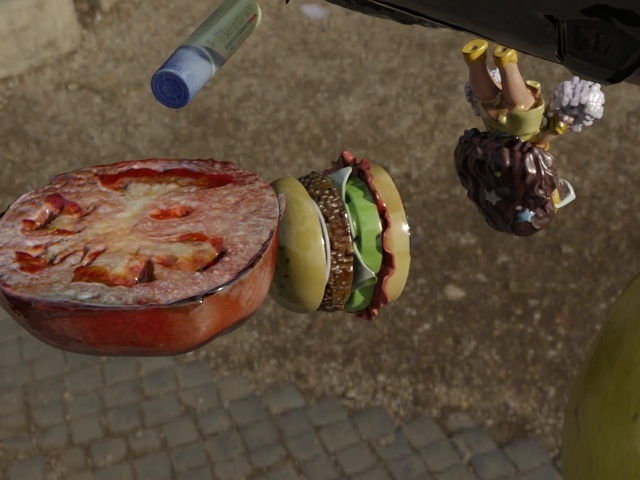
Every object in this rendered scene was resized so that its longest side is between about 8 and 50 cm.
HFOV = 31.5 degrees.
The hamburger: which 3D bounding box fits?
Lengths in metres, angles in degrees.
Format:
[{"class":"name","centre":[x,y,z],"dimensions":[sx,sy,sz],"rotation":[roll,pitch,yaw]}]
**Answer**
[{"class":"hamburger","centre":[0.000,0.003,1.141],"dimensions":[0.137,0.175,0.175],"rotation":[-9,34,-21]}]

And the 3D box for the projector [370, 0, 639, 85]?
[{"class":"projector","centre":[-0.010,-0.230,0.248],"dimensions":[0.405,0.395,0.242],"rotation":[21,84,8]}]

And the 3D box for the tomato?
[{"class":"tomato","centre":[-0.131,0.020,0.825],"dimensions":[0.225,0.085,0.225],"rotation":[0,30,0]}]

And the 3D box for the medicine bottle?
[{"class":"medicine bottle","centre":[-0.146,-0.250,1.480],"dimensions":[0.059,0.059,0.231],"rotation":[8,38,19]}]

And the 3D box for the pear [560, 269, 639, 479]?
[{"class":"pear","centre":[0.243,0.134,0.556],"dimensions":[0.285,0.285,0.336],"rotation":[14,44,26]}]

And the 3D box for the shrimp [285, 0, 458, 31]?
[{"class":"shrimp","centre":[0.047,-0.249,1.012],"dimensions":[0.445,0.085,0.272],"rotation":[18,5,35]}]

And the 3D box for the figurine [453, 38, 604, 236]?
[{"class":"figurine","centre":[0.212,-0.114,1.248],"dimensions":[0.175,0.240,0.116],"rotation":[19,42,40]}]
